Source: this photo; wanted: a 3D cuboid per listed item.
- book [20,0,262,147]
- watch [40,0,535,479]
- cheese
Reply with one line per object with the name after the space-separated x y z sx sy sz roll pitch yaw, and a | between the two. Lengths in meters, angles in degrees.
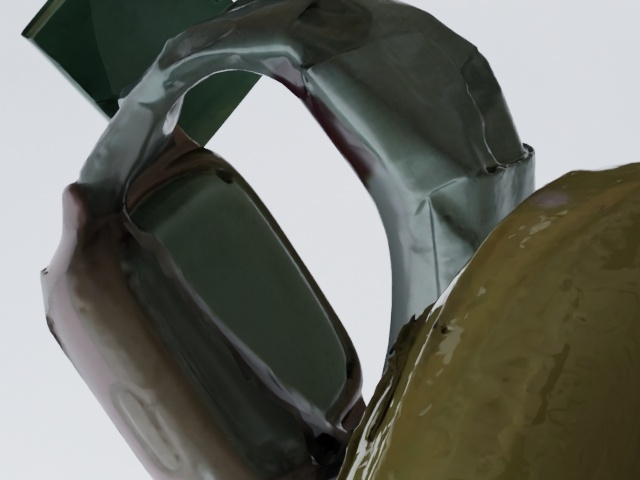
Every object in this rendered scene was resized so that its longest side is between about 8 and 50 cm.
-0.089 -0.108 1.014 0.017 0.135 0.103 27 -105 45 | book
0.000 0.000 0.932 0.253 0.241 0.162 56 -145 -11 | watch
0.091 0.151 0.537 0.259 0.128 0.316 40 -111 -15 | cheese
